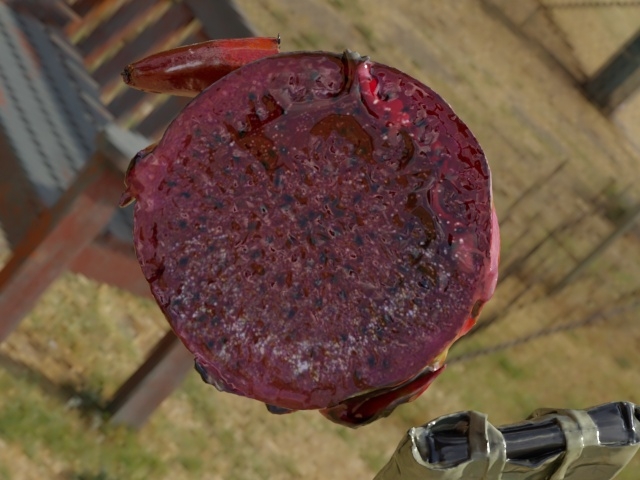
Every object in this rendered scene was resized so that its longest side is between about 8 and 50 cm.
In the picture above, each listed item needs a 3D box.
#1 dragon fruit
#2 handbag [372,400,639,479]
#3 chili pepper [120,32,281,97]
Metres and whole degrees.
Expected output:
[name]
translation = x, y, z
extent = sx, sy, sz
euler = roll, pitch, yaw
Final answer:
[dragon fruit]
translation = 0.000, 0.000, 1.590
extent = 0.386, 0.370, 0.249
euler = 18, -8, 11
[handbag]
translation = 0.208, 0.262, 1.782
extent = 0.316, 0.253, 0.109
euler = -5, 63, -11
[chili pepper]
translation = -0.128, -0.176, 1.639
extent = 0.169, 0.088, 0.065
euler = 1, 32, -6
